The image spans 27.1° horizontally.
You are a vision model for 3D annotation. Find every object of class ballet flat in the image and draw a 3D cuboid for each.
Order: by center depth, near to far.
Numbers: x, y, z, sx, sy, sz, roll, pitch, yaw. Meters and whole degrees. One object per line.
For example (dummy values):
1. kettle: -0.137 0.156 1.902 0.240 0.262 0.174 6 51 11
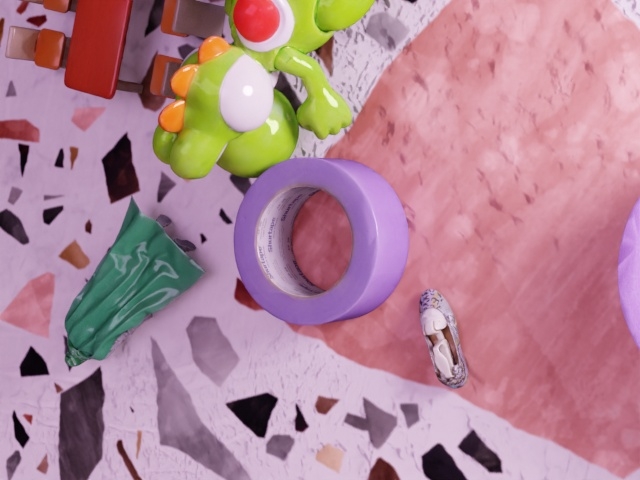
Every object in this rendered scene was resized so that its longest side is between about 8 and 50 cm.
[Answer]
1. ballet flat: 0.132 0.108 1.459 0.041 0.041 0.114 -22 80 28

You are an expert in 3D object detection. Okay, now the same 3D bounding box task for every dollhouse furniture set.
1. dollhouse furniture set: -0.258 -0.305 1.613 0.262 0.135 0.259 16 100 28

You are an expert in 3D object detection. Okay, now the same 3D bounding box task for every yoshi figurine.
1. yoshi figurine: -0.040 -0.213 1.503 0.203 0.203 0.362 37 97 -18

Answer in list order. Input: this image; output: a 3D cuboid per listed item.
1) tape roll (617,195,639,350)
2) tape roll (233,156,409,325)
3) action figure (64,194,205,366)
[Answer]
1. tape roll: 0.428 0.032 1.259 0.275 0.090 0.274 1 92 29
2. tape roll: 0.000 0.000 1.508 0.189 0.080 0.189 1 91 29
3. action figure: -0.252 0.073 1.663 0.137 0.063 0.232 47 109 18
